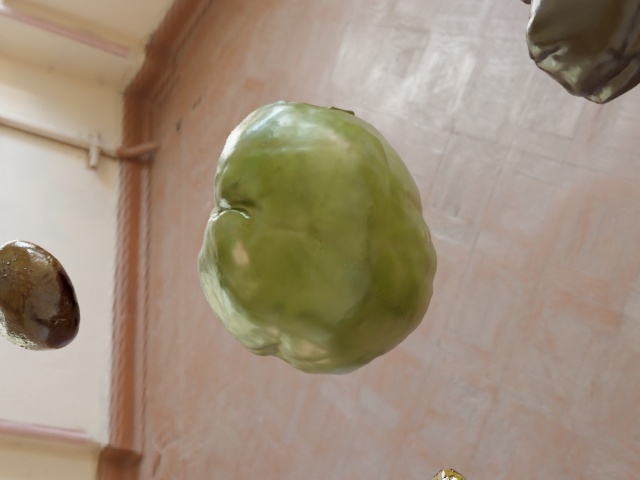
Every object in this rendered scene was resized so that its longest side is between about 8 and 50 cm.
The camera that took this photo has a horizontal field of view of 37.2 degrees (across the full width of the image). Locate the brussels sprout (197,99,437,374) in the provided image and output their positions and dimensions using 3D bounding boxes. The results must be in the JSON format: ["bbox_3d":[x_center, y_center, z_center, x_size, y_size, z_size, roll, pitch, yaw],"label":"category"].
[{"bbox_3d":[-0.002,0.007,1.026,0.242,0.317,0.274,-15,50,18],"label":"brussels sprout"}]

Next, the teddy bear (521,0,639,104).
[{"bbox_3d":[0.117,-0.128,0.340,0.160,0.078,0.119,-59,21,-17],"label":"teddy bear"}]

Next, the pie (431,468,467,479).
[{"bbox_3d":[0.224,0.465,1.402,0.273,0.069,0.274,160,90,-83],"label":"pie"}]

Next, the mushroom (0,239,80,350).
[{"bbox_3d":[-0.301,0.058,1.002,0.127,0.127,0.087,-41,3,45],"label":"mushroom"}]
